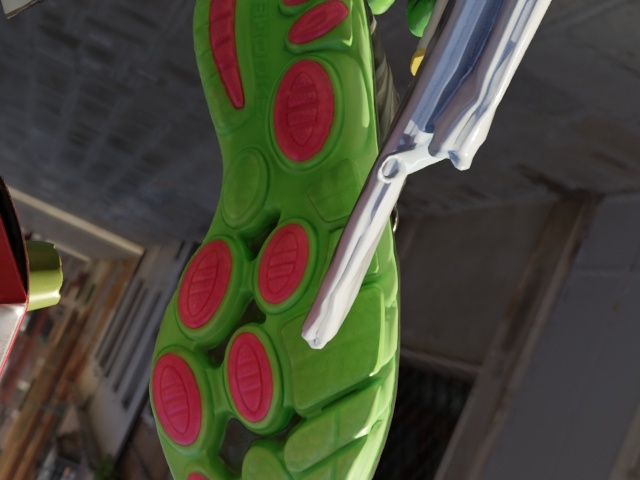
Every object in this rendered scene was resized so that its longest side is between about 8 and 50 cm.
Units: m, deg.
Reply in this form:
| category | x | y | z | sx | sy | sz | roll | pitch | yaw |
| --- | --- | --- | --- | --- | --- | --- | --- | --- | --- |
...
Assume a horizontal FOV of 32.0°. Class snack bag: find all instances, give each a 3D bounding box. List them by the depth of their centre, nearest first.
| category | x | y | z | sx | sy | sz | roll | pitch | yaw |
| --- | --- | --- | --- | --- | --- | --- | --- | --- | --- |
| snack bag | 0.090 | -0.136 | 0.557 | 0.037 | 0.323 | 0.342 | 25 | 134 | 0 |

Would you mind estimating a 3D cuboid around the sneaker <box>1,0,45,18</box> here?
| category | x | y | z | sx | sy | sz | roll | pitch | yaw |
| --- | --- | --- | --- | --- | --- | --- | --- | --- | --- |
| sneaker | -0.171 | -0.209 | 0.716 | 0.192 | 0.064 | 0.086 | -10 | 111 | 48 |

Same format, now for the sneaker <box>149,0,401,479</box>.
| category | x | y | z | sx | sy | sz | roll | pitch | yaw |
| --- | --- | --- | --- | --- | --- | --- | --- | --- | --- |
| sneaker | 0.000 | 0.000 | 0.841 | 0.185 | 0.482 | 0.202 | -5 | 157 | 24 |

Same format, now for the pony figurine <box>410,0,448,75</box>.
| category | x | y | z | sx | sy | sz | roll | pitch | yaw |
| --- | --- | --- | --- | --- | --- | --- | --- | --- | --- |
| pony figurine | 0.203 | -0.403 | 1.240 | 0.303 | 0.363 | 0.351 | 14 | 153 | 1 |

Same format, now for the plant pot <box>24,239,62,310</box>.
| category | x | y | z | sx | sy | sz | roll | pitch | yaw |
| --- | --- | --- | --- | --- | --- | --- | --- | --- | --- |
| plant pot | -0.251 | 0.029 | 0.890 | 0.079 | 0.083 | 0.083 | -2 | -173 | -28 |

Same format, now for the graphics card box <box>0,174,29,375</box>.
| category | x | y | z | sx | sy | sz | roll | pitch | yaw |
| --- | --- | --- | --- | --- | --- | --- | --- | --- | --- |
| graphics card box | -0.322 | 0.069 | 0.422 | 0.371 | 0.232 | 0.094 | 5 | -139 | -34 |

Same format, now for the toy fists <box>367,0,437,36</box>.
| category | x | y | z | sx | sy | sz | roll | pitch | yaw |
| --- | --- | --- | --- | --- | --- | --- | --- | --- | --- |
| toy fists | 0.115 | -0.333 | 1.386 | 0.279 | 0.142 | 0.096 | 22 | 158 | -20 |
